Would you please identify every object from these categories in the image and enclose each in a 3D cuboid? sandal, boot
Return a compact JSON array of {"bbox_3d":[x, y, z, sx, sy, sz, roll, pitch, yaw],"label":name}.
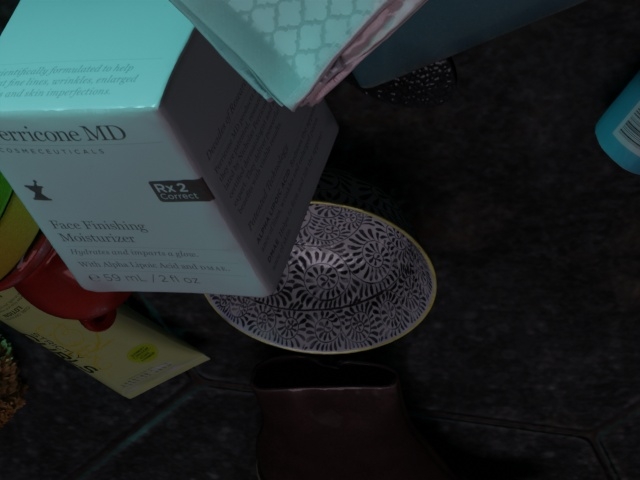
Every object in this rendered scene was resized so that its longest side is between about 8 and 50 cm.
[{"bbox_3d":[0.011,-0.143,1.283,0.179,0.040,0.067,24,132,1],"label":"sandal"},{"bbox_3d":[0.066,0.179,1.601,0.248,0.090,0.207,4,142,7],"label":"boot"}]

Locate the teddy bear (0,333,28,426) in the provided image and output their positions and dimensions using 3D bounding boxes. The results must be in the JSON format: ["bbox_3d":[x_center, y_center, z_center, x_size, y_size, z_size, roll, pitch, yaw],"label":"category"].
[{"bbox_3d":[-0.414,0.137,1.597,0.338,0.113,0.245,11,141,-5],"label":"teddy bear"}]

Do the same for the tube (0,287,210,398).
[{"bbox_3d":[-0.199,0.056,1.520,0.240,0.062,0.070,37,171,-37],"label":"tube"}]

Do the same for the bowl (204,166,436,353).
[{"bbox_3d":[0.000,0.000,1.411,0.170,0.080,0.170,3,139,2],"label":"bowl"}]

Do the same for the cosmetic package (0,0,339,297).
[{"bbox_3d":[-0.103,-0.078,1.258,0.151,0.151,0.184,0,141,28],"label":"cosmetic package"}]

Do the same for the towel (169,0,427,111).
[{"bbox_3d":[-0.028,-0.268,0.959,0.332,0.053,0.317,44,120,-3],"label":"towel"}]

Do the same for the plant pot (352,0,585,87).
[{"bbox_3d":[0.046,-0.241,1.066,0.165,0.166,0.234,-20,121,27],"label":"plant pot"}]

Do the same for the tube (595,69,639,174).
[{"bbox_3d":[0.257,-0.126,1.264,0.080,0.052,0.207,20,132,-23],"label":"tube"}]

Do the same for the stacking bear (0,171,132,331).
[{"bbox_3d":[-0.239,-0.033,1.351,0.289,0.175,0.164,29,149,-36],"label":"stacking bear"}]
